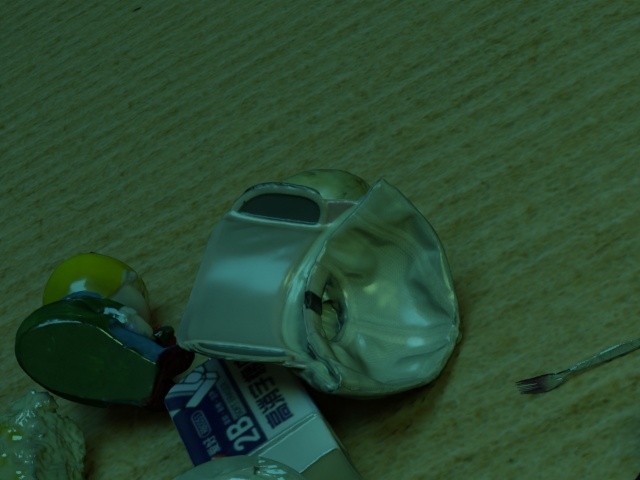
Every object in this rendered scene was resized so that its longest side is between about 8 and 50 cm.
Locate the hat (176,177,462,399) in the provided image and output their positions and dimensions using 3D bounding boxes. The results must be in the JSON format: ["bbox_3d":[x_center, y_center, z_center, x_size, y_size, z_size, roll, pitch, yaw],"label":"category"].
[{"bbox_3d":[-0.007,0.066,1.473,0.226,0.164,0.219,-12,48,39],"label":"hat"}]

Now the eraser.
[{"bbox_3d":[-0.055,0.177,1.457,0.124,0.068,0.210,-34,33,-2],"label":"eraser"}]

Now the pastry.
[{"bbox_3d":[-0.285,0.256,1.556,0.121,0.089,0.258,-31,32,15],"label":"pastry"}]

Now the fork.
[{"bbox_3d":[0.214,0.104,1.345,0.115,0.016,0.012,-23,27,18],"label":"fork"}]

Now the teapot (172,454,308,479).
[{"bbox_3d":[-0.054,0.291,1.226,0.163,0.178,0.221,8,63,23],"label":"teapot"}]

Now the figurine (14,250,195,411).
[{"bbox_3d":[-0.207,0.090,1.680,0.185,0.127,0.234,10,10,5],"label":"figurine"}]

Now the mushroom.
[{"bbox_3d":[0.000,0.000,1.582,0.148,0.112,0.148,-1,84,14],"label":"mushroom"}]

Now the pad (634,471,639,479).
[{"bbox_3d":[0.260,0.235,1.079,0.330,0.004,0.220,-54,37,-4],"label":"pad"}]
